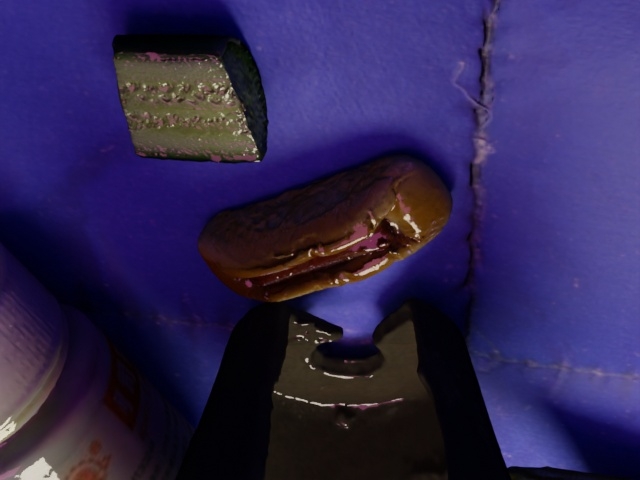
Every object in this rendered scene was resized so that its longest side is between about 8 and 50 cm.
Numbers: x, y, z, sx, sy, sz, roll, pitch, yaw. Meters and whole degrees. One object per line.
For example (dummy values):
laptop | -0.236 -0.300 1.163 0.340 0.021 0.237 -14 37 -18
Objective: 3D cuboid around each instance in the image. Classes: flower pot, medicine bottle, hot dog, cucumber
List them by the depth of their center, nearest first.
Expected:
cucumber | -0.104 -0.123 1.585 0.115 0.062 0.116 0 132 10
hot dog | 0.000 0.000 1.699 0.242 0.073 0.084 -17 138 30
flower pot | 0.022 0.207 1.777 0.379 0.251 0.379 -1 149 -1
medicine bottle | -0.264 0.181 1.863 0.219 0.219 0.388 -15 133 28

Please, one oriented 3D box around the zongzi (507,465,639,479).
zongzi | 0.286 0.350 1.972 0.360 0.160 0.323 18 137 -12
